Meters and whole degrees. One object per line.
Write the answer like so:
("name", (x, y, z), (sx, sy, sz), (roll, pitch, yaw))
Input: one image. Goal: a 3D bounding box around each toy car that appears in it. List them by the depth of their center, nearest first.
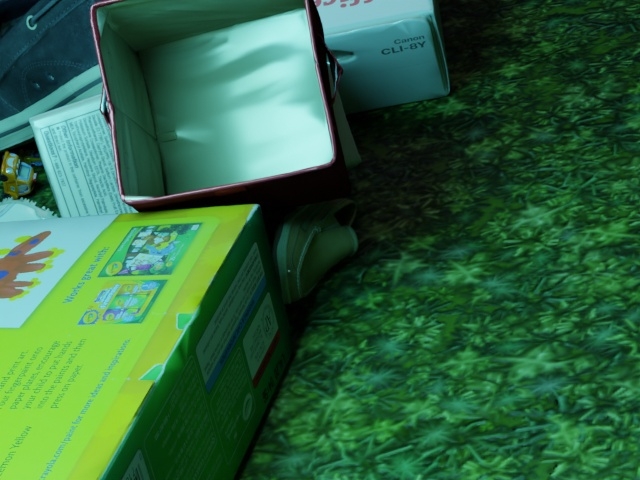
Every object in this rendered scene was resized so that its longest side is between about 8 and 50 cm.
("toy car", (-0.335, -0.090, 1.924), (0.041, 0.060, 0.122), (4, 32, 2))

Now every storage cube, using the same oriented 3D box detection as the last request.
("storage cube", (-0.081, -0.122, 1.518), (0.215, 0.183, 0.193), (-11, -8, 4))

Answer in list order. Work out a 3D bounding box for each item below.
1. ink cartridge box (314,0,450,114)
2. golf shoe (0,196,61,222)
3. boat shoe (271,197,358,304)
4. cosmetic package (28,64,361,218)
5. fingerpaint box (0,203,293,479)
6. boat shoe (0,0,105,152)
("ink cartridge box", (-0.016, -0.332, 1.942), (0.279, 0.160, 0.384), (-11, 57, 8))
("golf shoe", (-0.345, 0.002, 1.775), (0.176, 0.069, 0.086), (1, 51, 32))
("boat shoe", (0.000, 0.000, 1.600), (0.072, 0.068, 0.190), (3, 31, 8))
("cosmetic package", (-0.126, -0.095, 1.694), (0.296, 0.153, 0.129), (-18, 0, -5))
("fingerpaint box", (-0.262, 0.154, 1.332), (0.371, 0.163, 0.445), (-4, 28, 17))
("boat shoe", (-0.305, -0.199, 1.881), (0.187, 0.156, 0.500), (-26, 5, -36))
